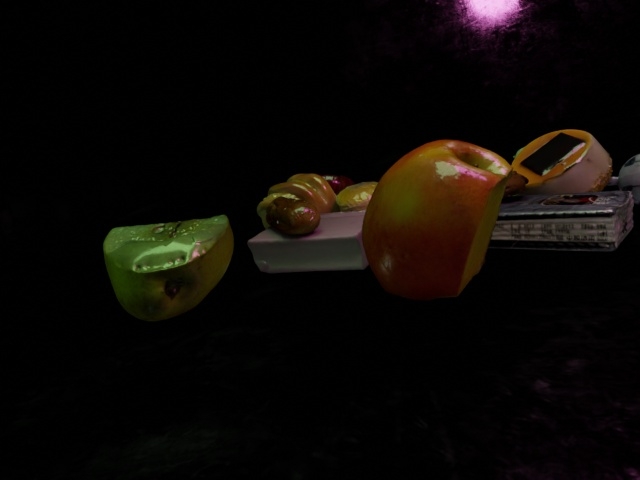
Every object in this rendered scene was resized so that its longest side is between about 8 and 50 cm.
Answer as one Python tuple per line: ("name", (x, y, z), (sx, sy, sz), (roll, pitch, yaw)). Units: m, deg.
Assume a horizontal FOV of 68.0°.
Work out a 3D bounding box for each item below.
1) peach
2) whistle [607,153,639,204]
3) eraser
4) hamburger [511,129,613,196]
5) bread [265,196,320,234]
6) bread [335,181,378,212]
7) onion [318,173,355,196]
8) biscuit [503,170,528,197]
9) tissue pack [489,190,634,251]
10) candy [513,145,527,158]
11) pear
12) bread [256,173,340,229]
("peach", (0.230, -0.031, 1.075), (0.306, 0.380, 0.242), (33, 39, 31))
("whistle", (0.947, -0.171, 1.305), (0.289, 0.163, 0.163), (0, 20, 38))
("eraser", (0.000, 0.000, 1.456), (0.359, 0.122, 0.272), (-5, 19, 26))
("hamburger", (0.719, -0.197, 1.430), (0.276, 0.179, 0.294), (-41, 24, 8))
("bread", (-0.101, -0.088, 1.461), (0.124, 0.084, 0.344), (-18, 18, -18))
("bread", (0.155, -0.116, 1.638), (0.197, 0.170, 0.197), (-11, 14, 3))
("onion", (0.036, -0.187, 1.956), (0.248, 0.248, 0.161), (7, 63, 47))
("biscuit", (0.432, -0.151, 1.355), (0.296, 0.075, 0.296), (-14, 9, 2))
("tissue pack", (0.578, -0.051, 1.218), (0.361, 0.122, 0.259), (1, 17, 42))
("candy", (0.916, -0.367, 2.135), (0.119, 0.119, 0.440), (-7, 8, 16))
("pear", (-0.406, 0.090, 1.267), (0.342, 0.238, 0.318), (-7, 28, -2))
("bread", (-0.098, -0.135, 1.770), (0.270, 0.211, 0.315), (-19, 6, -28))
